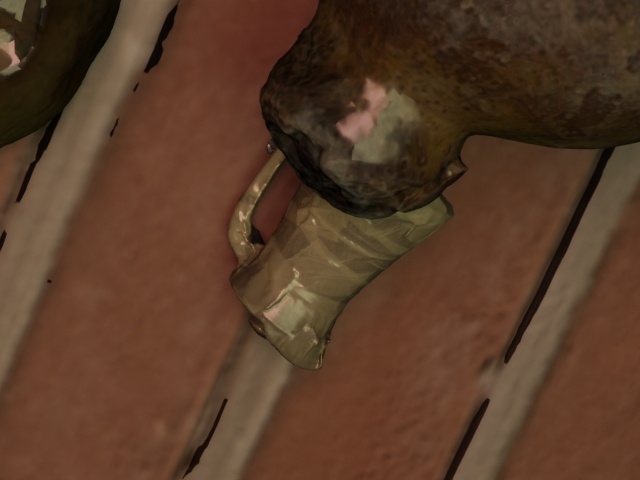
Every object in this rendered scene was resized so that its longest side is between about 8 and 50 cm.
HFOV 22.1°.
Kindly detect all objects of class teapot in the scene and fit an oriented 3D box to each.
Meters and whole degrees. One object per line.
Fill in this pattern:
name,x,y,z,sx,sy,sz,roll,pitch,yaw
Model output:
teapot,0.000,0.000,0.591,0.067,0.057,0.083,38,100,11

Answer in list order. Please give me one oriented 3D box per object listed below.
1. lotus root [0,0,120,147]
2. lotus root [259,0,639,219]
lotus root,-0.147,-0.092,0.494,0.204,0.078,0.183,-24,114,-7
lotus root,0.131,-0.126,0.515,0.349,0.175,0.175,-29,116,-5
